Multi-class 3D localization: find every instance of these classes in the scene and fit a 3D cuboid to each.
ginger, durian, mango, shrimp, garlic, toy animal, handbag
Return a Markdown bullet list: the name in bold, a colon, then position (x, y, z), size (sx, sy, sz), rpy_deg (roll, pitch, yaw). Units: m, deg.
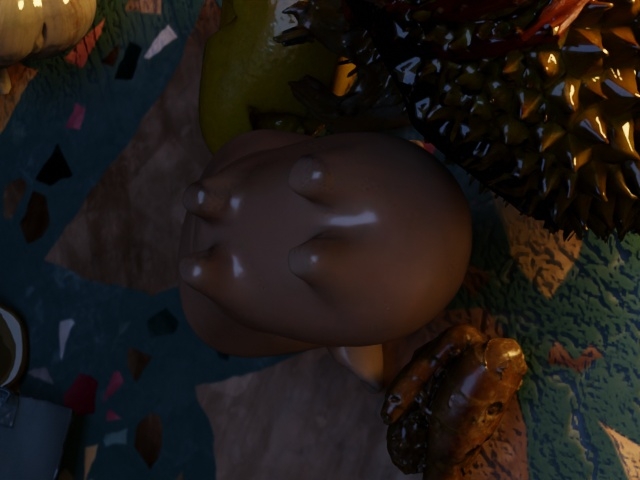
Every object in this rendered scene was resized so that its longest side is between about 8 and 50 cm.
- **ginger**: position (0.103, 0.142, 1.177), size (0.103, 0.073, 0.162), rpy_deg (31, 99, 34)
- **durian**: position (0.171, -0.187, 1.025), size (0.347, 0.347, 0.384), rpy_deg (6, 118, 33)
- **mango**: position (-0.036, -0.191, 1.295), size (0.167, 0.130, 0.262), rpy_deg (21, 98, 29)
- **shrimp**: position (0.036, -0.153, 1.214), size (0.132, 0.187, 0.051), rpy_deg (-65, 28, 14)
- **garlic**: position (-0.359, -0.249, 1.495), size (0.218, 0.218, 0.212), rpy_deg (55, 142, 27)
- **toy animal**: position (0.000, 0.000, 1.147), size (0.326, 0.269, 0.237), rpy_deg (3, 81, 44)
- **handbag**: position (-0.375, 0.211, 1.409), size (0.221, 0.057, 0.144), rpy_deg (17, 87, -8)

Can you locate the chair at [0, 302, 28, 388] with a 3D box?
- **chair**: position (-0.469, 0.123, 1.508), size (0.247, 0.172, 0.158), rpy_deg (-11, 74, 38)
